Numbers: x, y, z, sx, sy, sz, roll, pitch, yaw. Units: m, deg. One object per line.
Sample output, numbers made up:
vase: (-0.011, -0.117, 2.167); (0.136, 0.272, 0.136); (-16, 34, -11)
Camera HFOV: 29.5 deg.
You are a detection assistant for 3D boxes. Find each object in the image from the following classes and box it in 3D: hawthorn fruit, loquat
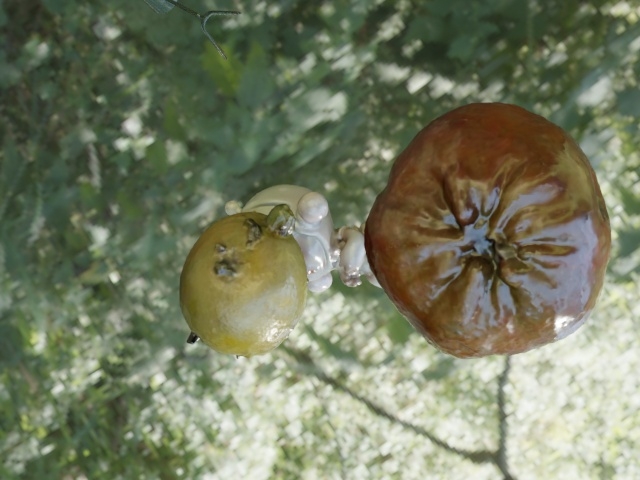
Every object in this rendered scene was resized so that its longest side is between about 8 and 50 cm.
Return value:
hawthorn fruit: (0.166, -0.008, 1.202); (0.258, 0.258, 0.262); (-31, 180, -13)
loquat: (-0.084, 0.043, 1.414); (0.172, 0.149, 0.205); (-80, -166, -61)

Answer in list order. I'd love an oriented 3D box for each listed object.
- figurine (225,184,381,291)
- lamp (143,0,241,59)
figurine: (0.001, -0.011, 1.549); (0.256, 0.145, 0.182); (7, 173, 0)
lamp: (-0.123, -0.204, 1.049); (0.041, 0.121, 0.054); (-59, 147, 5)
